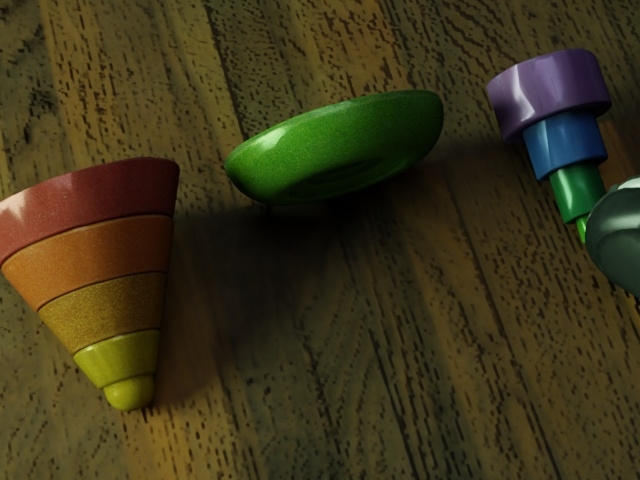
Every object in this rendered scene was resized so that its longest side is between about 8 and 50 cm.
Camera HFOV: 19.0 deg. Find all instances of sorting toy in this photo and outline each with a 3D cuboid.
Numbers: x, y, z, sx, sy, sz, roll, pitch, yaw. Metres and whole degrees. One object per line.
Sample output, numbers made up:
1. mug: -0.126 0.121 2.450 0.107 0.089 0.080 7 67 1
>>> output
1. sorting toy: 0.000 0.000 1.056 0.365 0.127 0.126 -15 79 -9

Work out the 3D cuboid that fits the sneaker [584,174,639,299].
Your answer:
1. sneaker: 0.238 0.067 0.952 0.283 0.107 0.124 28 65 27
